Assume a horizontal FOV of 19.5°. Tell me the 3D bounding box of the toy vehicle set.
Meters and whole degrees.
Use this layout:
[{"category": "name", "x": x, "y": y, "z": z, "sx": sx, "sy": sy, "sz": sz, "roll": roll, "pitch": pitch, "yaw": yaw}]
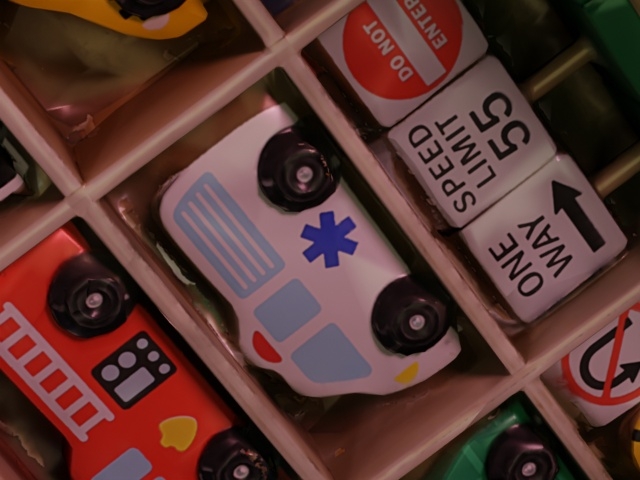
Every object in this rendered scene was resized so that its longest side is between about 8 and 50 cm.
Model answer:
[{"category": "toy vehicle set", "x": 0.000, "y": 0.000, "z": 0.369, "sx": 0.166, "sy": 0.035, "sz": 0.267, "roll": -37, "pitch": 113, "yaw": 1}]
